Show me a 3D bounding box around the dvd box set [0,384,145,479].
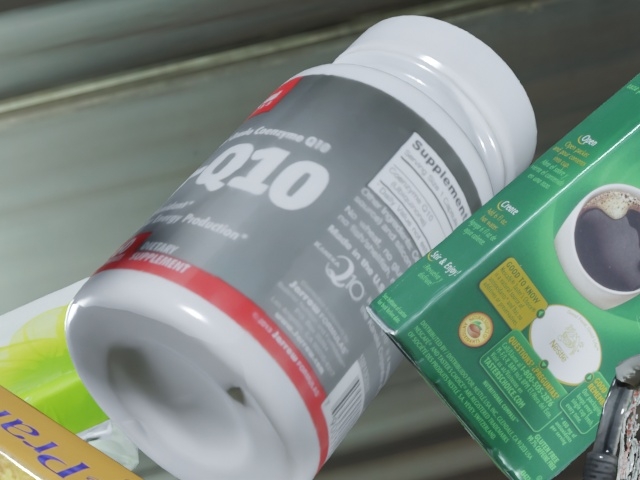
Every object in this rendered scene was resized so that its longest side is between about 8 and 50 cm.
[{"bbox_3d":[-0.096,0.253,0.583,0.308,0.420,0.062,-63,-15,11],"label":"dvd box set"}]

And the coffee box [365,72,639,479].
[{"bbox_3d":[0.125,0.013,0.663,0.113,0.184,0.040,49,178,-24],"label":"coffee box"}]

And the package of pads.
[{"bbox_3d":[-0.281,0.153,1.185,0.229,0.296,0.101,-105,-10,-71],"label":"package of pads"}]

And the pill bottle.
[{"bbox_3d":[0.000,0.000,0.870,0.283,0.161,0.161,-49,-37,-35],"label":"pill bottle"}]

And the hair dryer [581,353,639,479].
[{"bbox_3d":[0.153,0.002,0.402,0.223,0.080,0.293,134,159,-72],"label":"hair dryer"}]
